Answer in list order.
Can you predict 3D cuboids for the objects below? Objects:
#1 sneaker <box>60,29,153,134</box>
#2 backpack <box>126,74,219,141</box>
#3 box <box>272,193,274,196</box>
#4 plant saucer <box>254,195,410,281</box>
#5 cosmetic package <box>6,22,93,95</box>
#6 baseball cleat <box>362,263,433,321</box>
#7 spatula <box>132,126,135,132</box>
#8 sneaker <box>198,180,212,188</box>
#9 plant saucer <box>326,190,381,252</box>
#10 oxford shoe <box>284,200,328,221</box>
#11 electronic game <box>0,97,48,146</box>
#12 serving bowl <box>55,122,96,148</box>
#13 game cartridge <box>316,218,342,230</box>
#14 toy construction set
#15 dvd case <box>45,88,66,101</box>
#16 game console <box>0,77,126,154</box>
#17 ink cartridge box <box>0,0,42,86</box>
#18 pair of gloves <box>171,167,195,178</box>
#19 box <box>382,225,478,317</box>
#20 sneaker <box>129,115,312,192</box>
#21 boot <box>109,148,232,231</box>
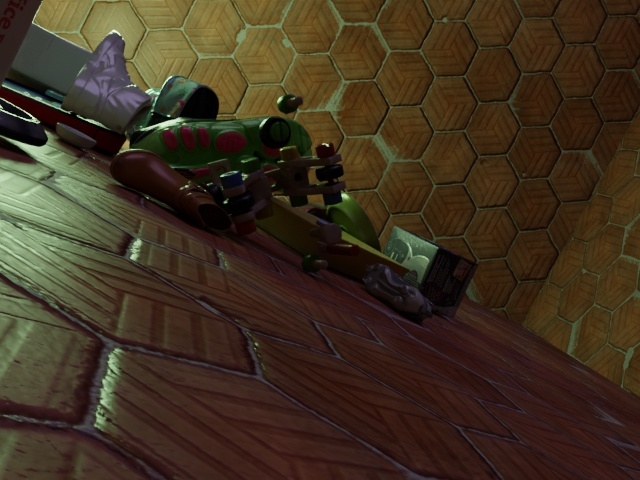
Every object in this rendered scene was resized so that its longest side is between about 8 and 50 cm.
[{"bbox_3d":[-0.447,-0.342,1.790,0.169,0.108,0.292,28,41,-17],"label":"sneaker"},{"bbox_3d":[-0.396,-0.324,2.219,0.191,0.253,0.225,29,4,17],"label":"backpack"},{"bbox_3d":[-0.224,-0.138,2.299,0.137,0.072,0.126,29,4,18],"label":"box"},{"bbox_3d":[0.000,0.000,1.937,0.333,0.081,0.333,23,6,-46],"label":"plant saucer"},{"bbox_3d":[-0.701,-0.439,2.104,0.224,0.138,0.224,24,-12,-9],"label":"cosmetic package"},{"bbox_3d":[0.166,0.119,1.712,0.109,0.072,0.206,41,1,-30],"label":"baseball cleat"},{"bbox_3d":[-0.454,-0.275,1.892,0.296,0.030,0.084,51,-5,-18],"label":"spatula"},{"bbox_3d":[-0.331,-0.163,1.983,0.084,0.069,0.185,20,-5,18],"label":"sneaker"},{"bbox_3d":[0.080,-0.015,2.163,0.241,0.037,0.241,50,-24,32],"label":"plant saucer"},{"bbox_3d":[-0.033,-0.064,2.302,0.130,0.123,0.348,23,1,22],"label":"oxford shoe"},{"bbox_3d":[-0.507,-0.195,1.170,0.229,0.048,0.229,27,5,-2],"label":"electronic game"},{"bbox_3d":[-0.488,-0.203,1.597,0.083,0.027,0.083,27,4,-2],"label":"serving bowl"},{"bbox_3d":[0.021,-0.029,1.756,0.056,0.017,0.083,32,4,5],"label":"game cartridge"},{"bbox_3d":[-0.086,-0.076,1.553,0.309,0.257,0.237,51,-22,-21],"label":"toy construction set"},{"bbox_3d":[-0.613,-0.340,1.935,0.087,0.013,0.119,22,4,-17],"label":"dvd case"},{"bbox_3d":[-0.617,-0.305,1.864,0.342,0.060,0.386,27,3,-18],"label":"game console"},{"bbox_3d":[-0.651,-0.408,1.232,0.395,0.285,0.166,24,6,-40],"label":"ink cartridge box"},{"bbox_3d":[-0.267,-0.105,1.473,0.074,0.083,0.010,1,54,-12],"label":"pair of gloves"},{"bbox_3d":[0.271,0.080,2.151,0.142,0.163,0.247,22,5,-26],"label":"box"},{"bbox_3d":[-0.215,-0.215,1.848,0.483,0.185,0.202,1,17,-42],"label":"sneaker"},{"bbox_3d":[-0.247,-0.083,1.364,0.197,0.073,0.152,20,12,-45],"label":"boot"}]
